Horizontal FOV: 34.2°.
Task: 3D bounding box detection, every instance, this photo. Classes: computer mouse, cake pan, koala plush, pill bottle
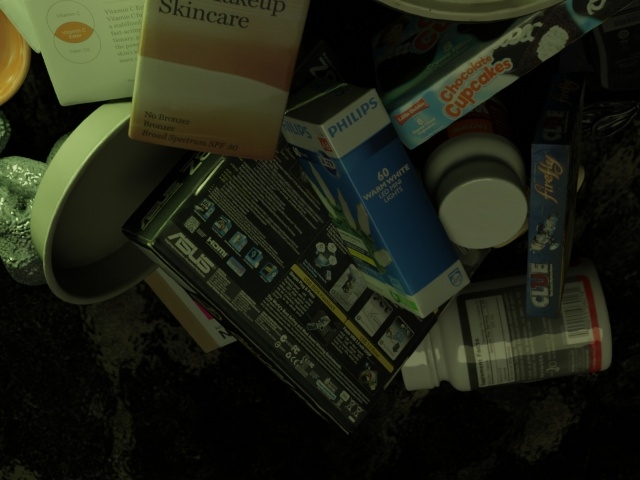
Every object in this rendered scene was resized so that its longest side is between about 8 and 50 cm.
[{"bbox_3d":[0.366,-0.246,1.227,0.188,0.072,0.272,-9,139,7],"label":"computer mouse"},{"bbox_3d":[-0.222,-0.059,1.210,0.054,0.293,0.293,36,130,20],"label":"cake pan"},{"bbox_3d":[-0.309,-0.066,1.286,0.221,0.203,0.196,-25,147,-14],"label":"koala plush"},{"bbox_3d":[0.177,-0.098,1.235,0.121,0.221,0.121,-1,129,-1],"label":"pill bottle"},{"bbox_3d":[0.250,0.123,1.455,0.283,0.161,0.161,-10,128,7],"label":"pill bottle"}]

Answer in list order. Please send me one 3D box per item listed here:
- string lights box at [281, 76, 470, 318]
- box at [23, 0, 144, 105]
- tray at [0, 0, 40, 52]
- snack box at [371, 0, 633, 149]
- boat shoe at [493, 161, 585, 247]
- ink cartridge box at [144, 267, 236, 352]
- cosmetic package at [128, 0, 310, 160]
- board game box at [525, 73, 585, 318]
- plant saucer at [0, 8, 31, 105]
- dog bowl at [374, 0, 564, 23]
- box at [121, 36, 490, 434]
[{"bbox_3d":[0.057,-0.050,1.164,0.076,0.133,0.260,-37,116,-14],"label":"string lights box"},{"bbox_3d":[-0.202,-0.337,1.066,0.215,0.168,0.345,-7,129,4],"label":"box"},{"bbox_3d":[-0.368,-0.331,1.085,0.030,0.145,0.270,-31,124,6],"label":"tray"},{"bbox_3d":[0.202,-0.252,1.135,0.322,0.187,0.060,-34,122,22],"label":"snack box"},{"bbox_3d":[0.270,-0.054,1.375,0.059,0.063,0.170,31,123,-31],"label":"boat shoe"},{"bbox_3d":[-0.106,0.029,1.415,0.234,0.088,0.193,-24,125,16],"label":"ink cartridge box"},{"bbox_3d":[-0.085,-0.236,0.962,0.153,0.129,0.296,8,127,-8],"label":"cosmetic package"},{"bbox_3d":[0.279,-0.052,1.238,0.042,0.165,0.243,7,127,17],"label":"board game box"},{"bbox_3d":[-0.429,-0.232,1.180,0.199,0.037,0.200,-3,128,-4],"label":"plant saucer"},{"bbox_3d":[0.146,-0.425,0.981,0.407,0.150,0.408,4,123,6],"label":"dog bowl"},{"bbox_3d":[0.000,0.000,1.277,0.318,0.097,0.395,-51,122,-12],"label":"box"}]
